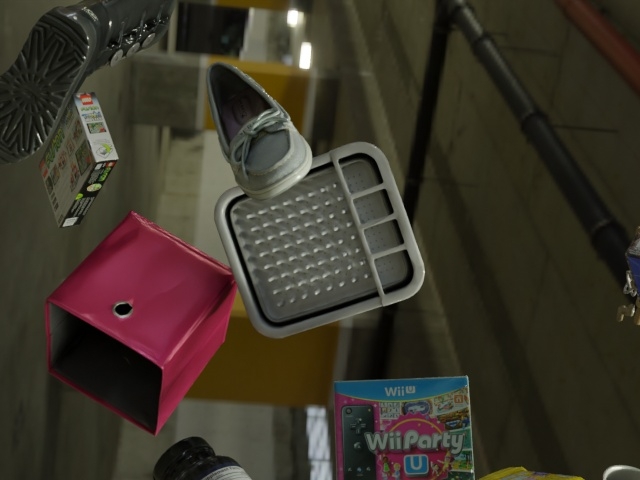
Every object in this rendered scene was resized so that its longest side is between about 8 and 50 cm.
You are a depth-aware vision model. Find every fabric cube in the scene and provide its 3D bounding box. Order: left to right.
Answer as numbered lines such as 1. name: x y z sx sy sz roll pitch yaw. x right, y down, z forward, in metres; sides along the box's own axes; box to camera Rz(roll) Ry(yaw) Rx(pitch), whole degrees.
1. fabric cube: -0.334 0.154 1.953 0.258 0.254 0.259 -53 167 -38

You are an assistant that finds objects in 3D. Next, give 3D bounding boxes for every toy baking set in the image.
1. toy baking set: 0.631 0.071 2.046 0.197 0.030 0.256 -66 165 -66

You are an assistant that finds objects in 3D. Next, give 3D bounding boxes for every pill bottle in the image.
1. pill bottle: -0.135 0.376 1.432 0.219 0.122 0.123 41 -42 35

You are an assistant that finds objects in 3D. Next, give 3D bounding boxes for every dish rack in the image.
1. dish rack: 0.000 0.000 1.850 0.072 0.332 0.286 -29 100 -76

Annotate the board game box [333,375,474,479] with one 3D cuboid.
1. board game box: 0.135 0.378 1.685 0.097 0.223 0.304 70 17 -75

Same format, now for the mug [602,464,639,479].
1. mug: 0.515 0.498 1.780 0.150 0.113 0.169 -100 -159 -60

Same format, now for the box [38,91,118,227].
1. box: -0.359 -0.115 1.530 0.207 0.036 0.114 -44 -117 52

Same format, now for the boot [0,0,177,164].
1. boot: -0.472 -0.357 2.058 0.367 0.146 0.445 -42 -169 28

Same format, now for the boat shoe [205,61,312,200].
1. boat shoe: -0.102 -0.164 1.520 0.103 0.118 0.320 52 8 -34

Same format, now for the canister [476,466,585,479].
1. canister: 0.343 0.423 1.709 0.170 0.126 0.073 -14 -92 61

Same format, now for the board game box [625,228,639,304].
1. board game box: 0.672 -0.014 1.687 0.291 0.232 0.141 -53 135 -25
